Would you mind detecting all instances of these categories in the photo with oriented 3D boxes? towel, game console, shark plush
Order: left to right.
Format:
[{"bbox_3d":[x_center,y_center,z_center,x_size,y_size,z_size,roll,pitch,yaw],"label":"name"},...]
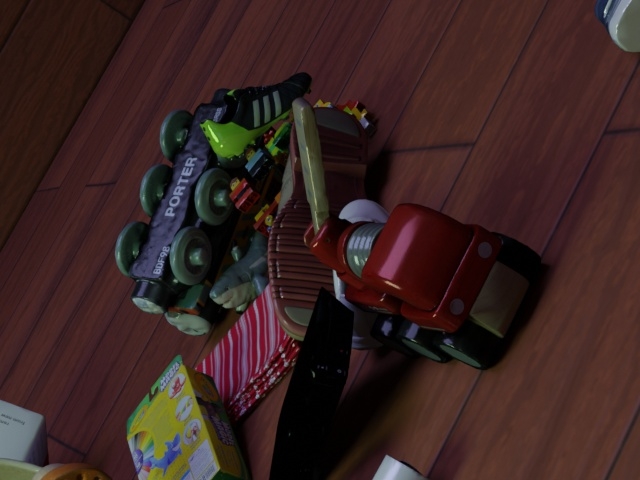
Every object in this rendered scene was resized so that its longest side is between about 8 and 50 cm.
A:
[{"bbox_3d":[-0.103,0.154,1.873,0.275,0.031,0.199,-48,21,25],"label":"towel"},{"bbox_3d":[-0.091,0.022,1.983,0.073,0.067,0.161,-17,45,61],"label":"shark plush"},{"bbox_3d":[-0.022,0.231,1.434,0.361,0.043,0.213,-83,8,-49],"label":"game console"}]

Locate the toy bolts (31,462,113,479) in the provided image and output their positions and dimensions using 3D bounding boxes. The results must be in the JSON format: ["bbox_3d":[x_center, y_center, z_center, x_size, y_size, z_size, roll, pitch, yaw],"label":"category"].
[{"bbox_3d":[-0.218,0.346,1.636,0.158,0.218,0.229,29,115,54],"label":"toy bolts"}]

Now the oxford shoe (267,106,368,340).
[{"bbox_3d":[0.000,0.000,1.789,0.130,0.123,0.348,104,177,-46],"label":"oxford shoe"}]

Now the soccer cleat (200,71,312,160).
[{"bbox_3d":[-0.079,-0.176,1.940,0.179,0.072,0.060,-43,16,-30],"label":"soccer cleat"}]

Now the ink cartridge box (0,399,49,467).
[{"bbox_3d":[-0.532,0.440,2.142,0.279,0.160,0.385,107,-177,-61],"label":"ink cartridge box"}]

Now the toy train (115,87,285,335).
[{"bbox_3d":[-0.151,-0.036,2.043,0.142,0.190,0.334,4,65,34],"label":"toy train"}]

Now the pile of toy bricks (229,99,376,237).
[{"bbox_3d":[-0.040,-0.117,1.971,0.212,0.118,0.105,-49,40,12],"label":"pile of toy bricks"}]

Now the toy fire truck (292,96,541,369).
[{"bbox_3d":[0.060,-0.009,1.414,0.159,0.246,0.217,-62,20,-10],"label":"toy fire truck"}]

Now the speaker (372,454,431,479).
[{"bbox_3d":[0.049,0.259,1.327,0.136,0.055,0.055,-61,20,-7],"label":"speaker"}]

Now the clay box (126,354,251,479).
[{"bbox_3d":[-0.161,0.247,1.776,0.127,0.053,0.222,-51,33,18],"label":"clay box"}]

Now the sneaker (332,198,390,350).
[{"bbox_3d":[0.044,0.013,1.617,0.080,0.094,0.212,-17,40,12],"label":"sneaker"}]

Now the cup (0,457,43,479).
[{"bbox_3d":[-0.405,0.459,1.791,0.237,0.331,0.331,110,176,-49],"label":"cup"}]

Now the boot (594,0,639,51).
[{"bbox_3d":[0.328,-0.274,1.430,0.190,0.069,0.086,-53,23,18],"label":"boot"}]
